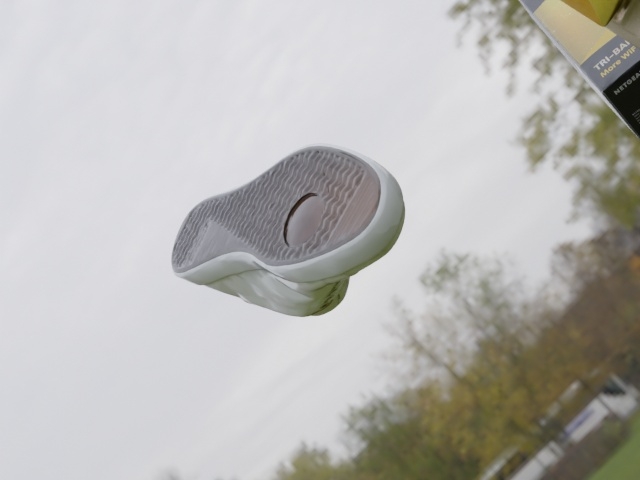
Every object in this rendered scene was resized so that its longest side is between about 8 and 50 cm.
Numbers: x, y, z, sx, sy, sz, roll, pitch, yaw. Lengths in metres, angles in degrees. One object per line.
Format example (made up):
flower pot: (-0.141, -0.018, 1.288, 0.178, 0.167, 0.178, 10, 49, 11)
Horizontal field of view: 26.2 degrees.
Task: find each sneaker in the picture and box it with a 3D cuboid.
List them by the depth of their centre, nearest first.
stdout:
sneaker: (0.000, 0.000, 1.076, 0.290, 0.123, 0.105, -8, 59, 59)

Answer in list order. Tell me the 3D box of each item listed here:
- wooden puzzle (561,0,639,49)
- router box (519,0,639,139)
wooden puzzle: (0.171, -0.242, 1.005, 0.044, 0.221, 0.238, -53, -9, -15)
router box: (0.356, -0.265, 1.285, 0.309, 0.081, 0.243, -40, 33, 11)
